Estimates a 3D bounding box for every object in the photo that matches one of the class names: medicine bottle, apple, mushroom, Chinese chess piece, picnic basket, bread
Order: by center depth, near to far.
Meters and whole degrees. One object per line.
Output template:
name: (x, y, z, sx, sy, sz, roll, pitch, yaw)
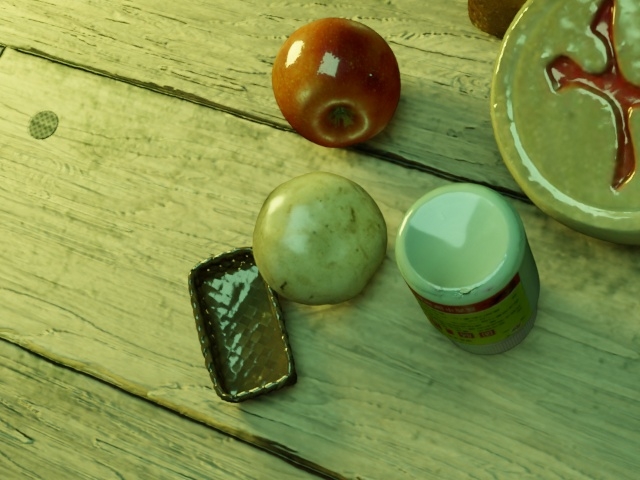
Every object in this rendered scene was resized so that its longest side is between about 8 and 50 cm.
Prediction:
medicine bottle: (0.170, 0.038, 1.345, 0.139, 0.225, 0.139, -6, 67, 14)
Chinese chess piece: (0.361, -0.162, 1.366, 0.338, 0.140, 0.338, 1, 91, 27)
mushroom: (0.000, 0.000, 1.473, 0.166, 0.127, 0.166, 1, 80, -4)
picnic basket: (-0.094, 0.107, 1.492, 0.110, 0.055, 0.193, -19, 64, 7)
bread: (0.237, -0.328, 1.507, 0.132, 0.172, 0.103, 21, 76, 22)
apple: (0.022, -0.196, 1.528, 0.163, 0.163, 0.139, -11, 58, 12)
